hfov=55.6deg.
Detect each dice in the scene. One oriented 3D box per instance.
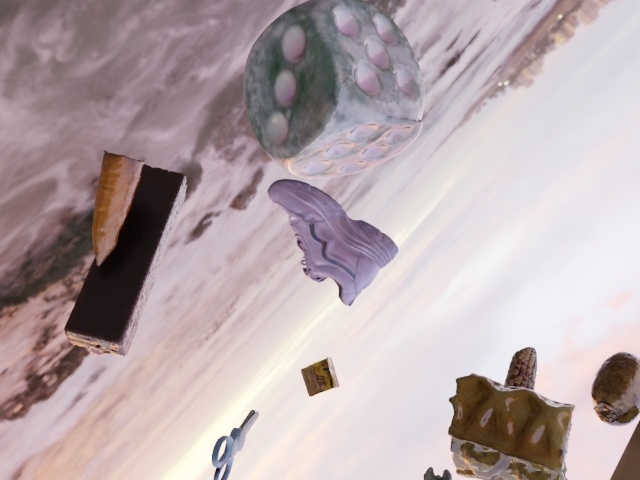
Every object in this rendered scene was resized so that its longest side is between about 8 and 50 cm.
[{"bbox_3d":[0.035,-0.359,1.489,0.330,0.348,0.328,-11,168,-44],"label":"dice"}]

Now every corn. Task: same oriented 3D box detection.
[{"bbox_3d":[0.543,0.406,1.662,0.253,0.086,0.086,-68,-173,-29],"label":"corn"}]

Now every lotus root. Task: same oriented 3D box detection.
[{"bbox_3d":[0.773,0.370,1.549,0.128,0.145,0.260,9,-152,42],"label":"lotus root"}]

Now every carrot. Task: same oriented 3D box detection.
[{"bbox_3d":[-0.366,-0.055,1.072,0.072,0.072,0.205,111,-11,-82],"label":"carrot"}]

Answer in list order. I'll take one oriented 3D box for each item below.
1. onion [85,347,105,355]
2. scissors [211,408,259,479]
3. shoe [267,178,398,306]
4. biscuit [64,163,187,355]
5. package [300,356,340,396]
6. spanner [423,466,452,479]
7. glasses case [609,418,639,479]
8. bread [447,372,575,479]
[{"bbox_3d":[-0.598,0.254,1.650,0.104,0.115,0.115,-11,-154,45],"label":"onion"},{"bbox_3d":[-0.209,0.498,1.513,0.256,0.030,0.125,-44,138,-67],"label":"scissors"},{"bbox_3d":[0.000,0.000,1.028,0.138,0.245,0.095,-56,-178,-12],"label":"shoe"},{"bbox_3d":[-0.357,0.022,1.146,0.073,0.107,0.388,109,-6,-59],"label":"biscuit"},{"bbox_3d":[0.009,0.304,1.367,0.047,0.071,0.131,-7,160,-33],"label":"package"},{"bbox_3d":[0.243,0.586,1.178,0.071,0.017,0.302,-16,-138,18],"label":"spanner"},{"bbox_3d":[0.748,0.563,1.389,0.336,0.076,0.144,-55,-166,-13],"label":"glasses case"},{"bbox_3d":[0.421,0.438,1.340,0.196,0.252,0.239,-39,126,-54],"label":"bread"}]
